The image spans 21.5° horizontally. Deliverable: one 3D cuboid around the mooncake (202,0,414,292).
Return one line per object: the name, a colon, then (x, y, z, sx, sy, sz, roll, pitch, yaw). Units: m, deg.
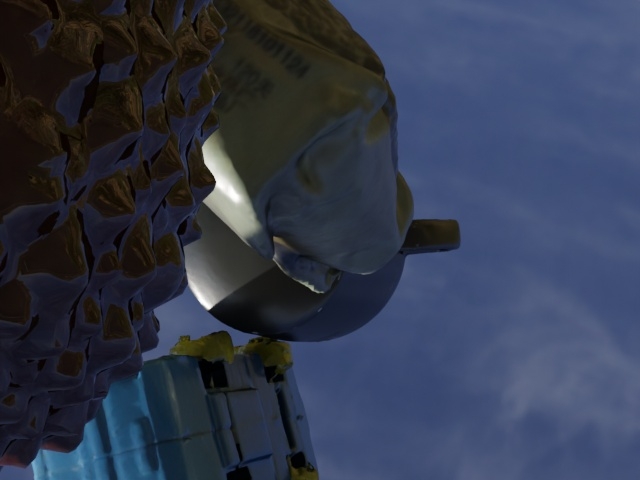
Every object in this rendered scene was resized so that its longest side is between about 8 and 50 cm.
mooncake: (-0.051, -0.098, 0.987, 0.136, 0.250, 0.254, -45, -104, -3)

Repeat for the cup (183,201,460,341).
cup: (0.000, 0.000, 1.413, 0.223, 0.169, 0.176, -6, 176, 20)

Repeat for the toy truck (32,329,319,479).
toy truck: (-0.111, 0.171, 1.465, 0.162, 0.385, 0.161, -15, -96, 13)

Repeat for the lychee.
lychee: (-0.154, -0.062, 0.479, 0.276, 0.275, 0.304, -14, -134, -24)
